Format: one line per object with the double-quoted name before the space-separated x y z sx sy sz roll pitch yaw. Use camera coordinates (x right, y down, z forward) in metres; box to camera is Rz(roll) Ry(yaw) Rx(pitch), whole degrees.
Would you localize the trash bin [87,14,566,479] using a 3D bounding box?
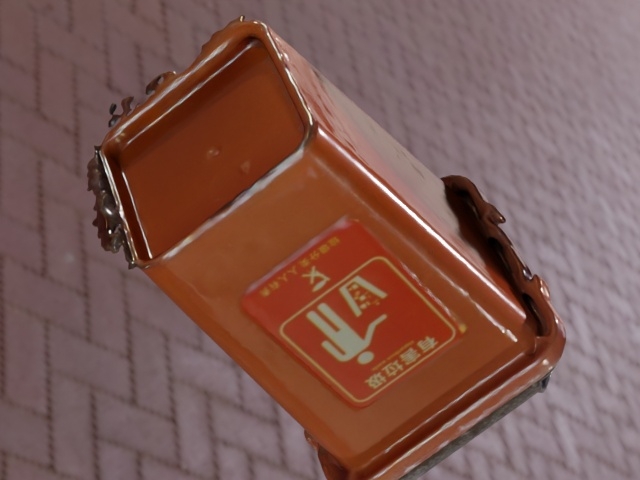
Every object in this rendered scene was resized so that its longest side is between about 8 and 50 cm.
"trash bin" 0.000 0.000 0.800 0.239 0.161 0.184 44 14 -39
